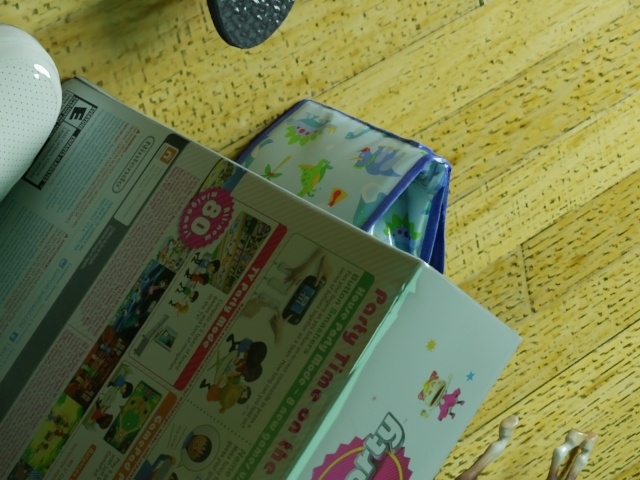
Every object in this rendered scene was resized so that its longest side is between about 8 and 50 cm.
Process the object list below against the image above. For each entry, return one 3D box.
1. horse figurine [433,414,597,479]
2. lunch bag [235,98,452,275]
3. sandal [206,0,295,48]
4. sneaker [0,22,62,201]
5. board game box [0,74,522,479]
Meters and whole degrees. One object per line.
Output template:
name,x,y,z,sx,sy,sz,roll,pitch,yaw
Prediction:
horse figurine,0.121,0.207,1.411,0.263,0.066,0.174,19,91,-46
lunch bag,0.000,0.000,1.166,0.096,0.129,0.151,23,92,-45
sandal,-0.053,-0.196,1.098,0.067,0.040,0.179,-22,108,-38
sneaker,-0.211,0.016,0.970,0.292,0.169,0.108,-43,130,-18
board game box,-0.080,0.067,1.008,0.097,0.303,0.224,37,85,-44
